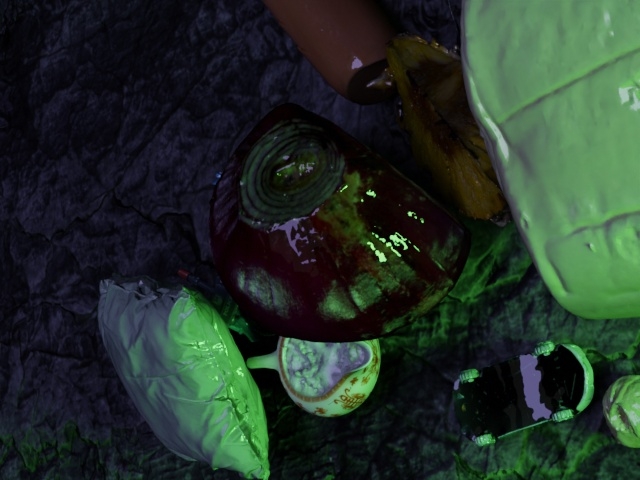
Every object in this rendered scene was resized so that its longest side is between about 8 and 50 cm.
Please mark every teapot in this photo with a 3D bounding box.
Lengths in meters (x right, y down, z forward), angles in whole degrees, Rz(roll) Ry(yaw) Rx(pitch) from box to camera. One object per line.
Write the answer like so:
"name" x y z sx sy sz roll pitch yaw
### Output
"teapot" 0.002 0.157 1.990 0.245 0.116 0.159 -17 89 39

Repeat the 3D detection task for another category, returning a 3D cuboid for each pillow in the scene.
"pillow" -0.185 0.188 2.065 0.283 0.138 0.310 -1 117 62

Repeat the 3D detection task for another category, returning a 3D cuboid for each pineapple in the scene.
"pineapple" 0.193 -0.136 1.828 0.334 0.158 0.161 48 158 38

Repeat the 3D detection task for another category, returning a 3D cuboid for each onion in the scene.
"onion" 0.000 0.000 1.842 0.336 0.282 0.260 36 84 27

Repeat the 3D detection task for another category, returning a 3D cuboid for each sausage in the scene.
"sausage" 0.004 -0.312 1.997 0.121 0.121 0.304 -53 56 28

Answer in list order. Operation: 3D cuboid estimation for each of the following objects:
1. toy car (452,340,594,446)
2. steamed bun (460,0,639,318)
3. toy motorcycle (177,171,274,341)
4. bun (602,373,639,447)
"toy car" 0.246 0.185 1.795 0.205 0.056 0.095 -24 72 36
"steamed bun" 0.360 -0.156 1.548 0.371 0.290 0.456 -11 90 45
"toy motorcycle" -0.087 -0.001 2.074 0.182 0.123 0.272 28 107 29
"bun" 0.356 0.194 1.692 0.086 0.054 0.086 -3 86 44
